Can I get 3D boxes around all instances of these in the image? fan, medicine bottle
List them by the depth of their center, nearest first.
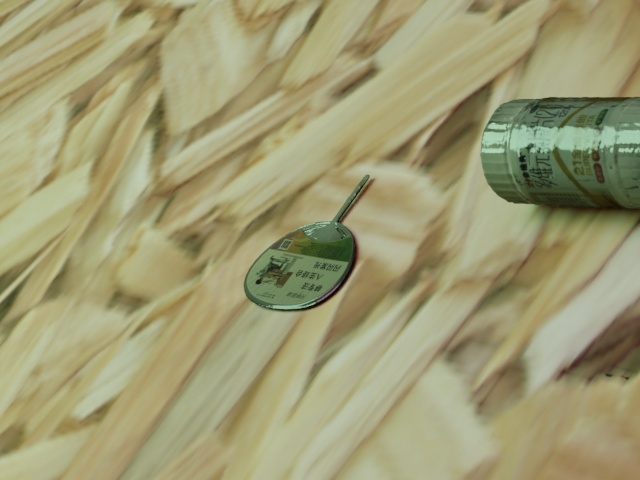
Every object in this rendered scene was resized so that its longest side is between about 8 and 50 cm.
[{"bbox_3d":[0.112,-0.037,0.797,0.083,0.047,0.047,4,50,44],"label":"medicine bottle"},{"bbox_3d":[-0.008,0.004,0.895,0.060,0.003,0.080,-16,38,27],"label":"fan"}]
